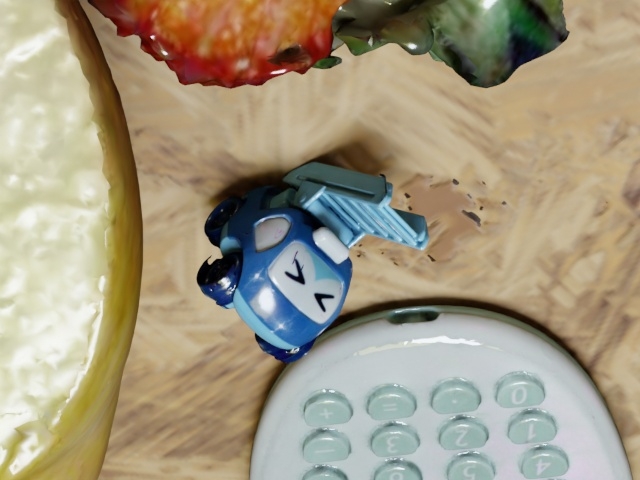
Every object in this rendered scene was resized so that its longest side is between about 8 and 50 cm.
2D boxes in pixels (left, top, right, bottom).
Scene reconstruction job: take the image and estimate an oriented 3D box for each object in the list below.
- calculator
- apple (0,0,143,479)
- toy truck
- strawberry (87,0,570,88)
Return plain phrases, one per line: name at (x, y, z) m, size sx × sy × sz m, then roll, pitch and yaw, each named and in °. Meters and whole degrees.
calculator at (0.061, 0.148, 0.936) m, size 0.184 × 0.042 × 0.295 m, roll -6°, pitch 127°, yaw 6°
apple at (-0.207, -0.030, 0.645) m, size 0.309 × 0.252 × 0.314 m, roll 12°, pitch 149°, yaw -7°
toy truck at (0.000, 0.000, 0.790) m, size 0.090 × 0.073 × 0.056 m, roll -32°, pitch 123°, yaw 25°
strawberry at (-0.022, -0.150, 0.621) m, size 0.286 × 0.106 × 0.188 m, roll 33°, pitch 94°, yaw -43°
